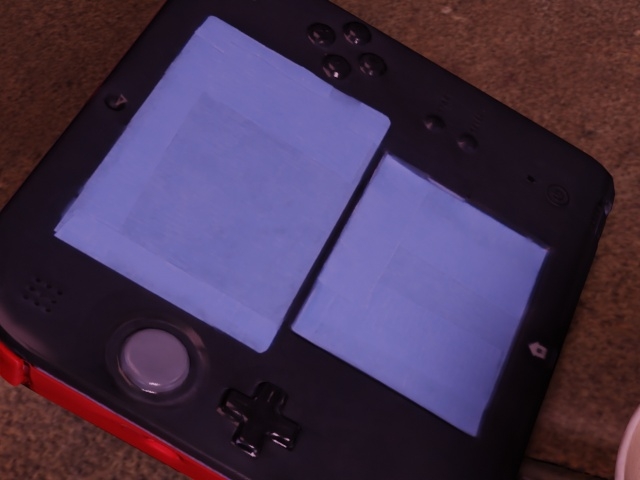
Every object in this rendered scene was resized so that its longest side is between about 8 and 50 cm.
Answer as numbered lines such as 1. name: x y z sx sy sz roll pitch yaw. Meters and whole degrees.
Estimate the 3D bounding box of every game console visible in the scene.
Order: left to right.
1. game console: 0.000 0.000 0.923 0.342 0.060 0.386 27 49 2

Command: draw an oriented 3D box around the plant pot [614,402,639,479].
1. plant pot: 0.286 0.176 0.663 0.284 0.191 0.284 -9 28 5
